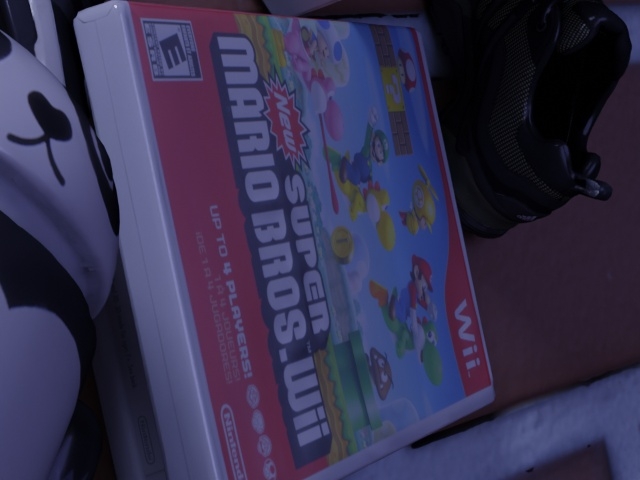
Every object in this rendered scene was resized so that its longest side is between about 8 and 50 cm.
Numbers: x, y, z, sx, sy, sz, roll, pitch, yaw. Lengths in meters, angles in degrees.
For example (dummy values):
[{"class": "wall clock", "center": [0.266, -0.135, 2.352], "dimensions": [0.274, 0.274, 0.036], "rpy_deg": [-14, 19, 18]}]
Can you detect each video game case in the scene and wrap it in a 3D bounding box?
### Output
[{"class": "video game case", "center": [-0.046, 0.035, 0.703], "dimensions": [0.143, 0.019, 0.157], "rpy_deg": [-11, 88, -47]}, {"class": "video game case", "center": [0.000, 0.000, 0.698], "dimensions": [0.285, 0.025, 0.204], "rpy_deg": [-11, 89, -63]}]

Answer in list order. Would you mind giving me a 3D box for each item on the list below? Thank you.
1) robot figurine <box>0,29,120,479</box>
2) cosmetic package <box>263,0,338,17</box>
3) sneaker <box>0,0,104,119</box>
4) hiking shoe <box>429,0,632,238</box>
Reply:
[{"class": "robot figurine", "center": [-0.163, 0.052, 0.462], "dimensions": [0.173, 0.209, 0.278], "rpy_deg": [17, 61, 1]}, {"class": "cosmetic package", "center": [0.066, -0.298, 0.803], "dimensions": [0.197, 0.155, 0.365], "rpy_deg": [57, 47, -19]}, {"class": "sneaker", "center": [-0.109, -0.096, 0.623], "dimensions": [0.097, 0.084, 0.235], "rpy_deg": [-2, 82, -47]}, {"class": "hiking shoe", "center": [0.122, -0.117, 0.845], "dimensions": [0.086, 0.114, 0.227], "rpy_deg": [13, 71, -44]}]
